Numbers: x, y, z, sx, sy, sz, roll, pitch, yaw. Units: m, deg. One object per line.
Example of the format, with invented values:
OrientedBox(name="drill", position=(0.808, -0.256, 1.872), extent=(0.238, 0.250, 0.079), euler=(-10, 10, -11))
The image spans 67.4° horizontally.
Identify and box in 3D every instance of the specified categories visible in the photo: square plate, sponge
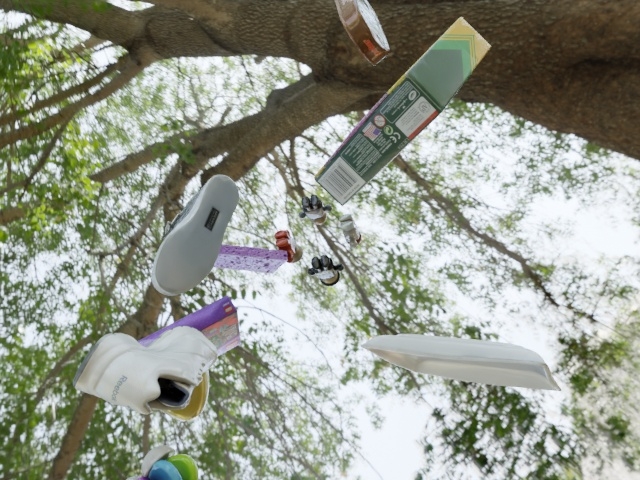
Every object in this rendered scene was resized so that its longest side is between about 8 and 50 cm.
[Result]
OrientedBox(name="square plate", position=(0.310, 0.258, 1.023), extent=(0.344, 0.347, 0.049), euler=(37, -122, -53))
OrientedBox(name="sponge", position=(-0.205, 0.050, 1.294), extent=(0.210, 0.117, 0.031), euler=(7, -114, -27))

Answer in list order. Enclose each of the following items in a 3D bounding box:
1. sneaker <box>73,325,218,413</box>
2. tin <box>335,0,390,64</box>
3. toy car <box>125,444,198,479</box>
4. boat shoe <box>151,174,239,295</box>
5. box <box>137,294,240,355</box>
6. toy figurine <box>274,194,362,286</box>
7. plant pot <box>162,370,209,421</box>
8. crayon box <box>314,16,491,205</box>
OrientedBox(name="sneaker", position=(-0.239, 0.213, 0.754), extent=(0.111, 0.129, 0.297), euler=(-63, -17, 4))
OrientedBox(name="tin", position=(0.069, -0.378, 0.820), extent=(0.040, 0.190, 0.106), euler=(-34, -44, 29))
OrientedBox(name="toy car", position=(-0.319, 0.498, 0.924), extent=(0.182, 0.159, 0.136), euler=(-49, -23, -12))
OrientedBox(name="boat shoe", position=(-0.273, -0.011, 1.006), extent=(0.113, 0.105, 0.306), euler=(37, -131, -29))
OrientedBox(name="box", position=(-0.342, 0.270, 1.199), extent=(0.293, 0.057, 0.201), euler=(-27, -27, -22))
OrientedBox(name="toy figurine", position=(0.000, 0.000, 1.352), extent=(0.209, 0.213, 0.148), euler=(-56, -24, -12))
OrientedBox(name="plant pot", position=(-0.296, 0.330, 1.037), extent=(0.134, 0.134, 0.095), euler=(-22, -71, -21))
OrientedBox(name="crayon box", position=(0.177, -0.279, 1.075), extent=(0.106, 0.363, 0.313), euler=(43, -128, -4))
